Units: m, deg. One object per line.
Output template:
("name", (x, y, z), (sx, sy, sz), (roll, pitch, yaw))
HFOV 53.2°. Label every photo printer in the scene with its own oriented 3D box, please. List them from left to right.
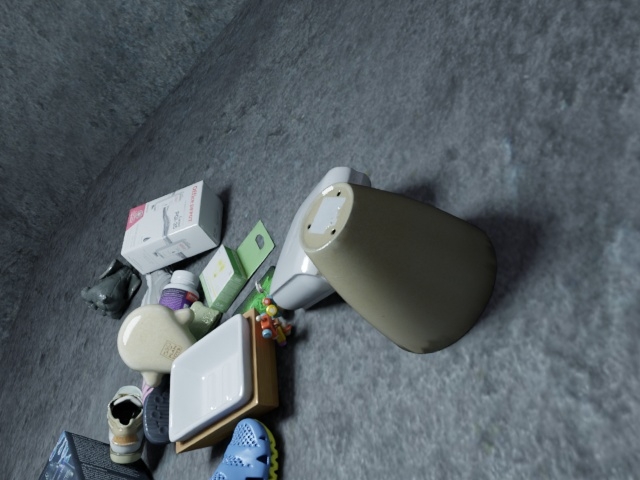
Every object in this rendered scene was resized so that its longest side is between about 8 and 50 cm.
("photo printer", (0.000, 0.000, 1.309), (0.307, 0.107, 0.255), (139, 152, -68))

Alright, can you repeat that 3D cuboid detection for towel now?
("towel", (-0.338, 0.236, 1.709), (0.110, 0.027, 0.148), (17, 64, 37))

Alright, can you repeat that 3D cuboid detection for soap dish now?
("soap dish", (-0.212, 0.315, 1.410), (0.291, 0.118, 0.228), (-38, 43, 32))

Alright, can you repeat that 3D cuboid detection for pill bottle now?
("pill bottle", (-0.408, 0.188, 1.823), (0.108, 0.108, 0.193), (-23, 46, 44))

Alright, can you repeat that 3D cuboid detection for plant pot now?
("plant pot", (0.106, 0.021, 1.075), (0.257, 0.274, 0.256), (-36, 37, 34))

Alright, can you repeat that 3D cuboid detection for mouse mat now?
("mouse mat", (-0.156, 0.166, 1.581), (0.189, 0.007, 0.152), (-51, 32, 12))

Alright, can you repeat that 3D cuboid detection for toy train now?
("toy train", (-0.100, 0.161, 1.407), (0.046, 0.125, 0.166), (-23, 39, 8))

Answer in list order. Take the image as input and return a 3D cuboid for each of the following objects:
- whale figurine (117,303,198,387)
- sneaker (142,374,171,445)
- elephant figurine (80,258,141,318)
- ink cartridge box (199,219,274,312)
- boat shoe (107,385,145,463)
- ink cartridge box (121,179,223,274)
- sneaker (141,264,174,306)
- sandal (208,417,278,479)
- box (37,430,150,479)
("whale figurine", (-0.373, 0.273, 1.618), (0.141, 0.272, 0.216), (83, -149, -80))
("sneaker", (-0.413, 0.412, 1.667), (0.318, 0.112, 0.131), (-99, 32, -50))
("elephant figurine", (-0.732, 0.146, 2.294), (0.186, 0.169, 0.239), (13, 55, 28))
("ink cartridge box", (-0.232, 0.059, 1.737), (0.235, 0.056, 0.171), (-54, 31, 12))
("boat shoe", (-0.501, 0.452, 1.678), (0.302, 0.113, 0.103), (-136, 48, -66))
("ink cartridge box", (-0.458, -0.043, 1.990), (0.283, 0.117, 0.207), (-20, 44, 16))
("sneaker", (-0.480, 0.137, 2.009), (0.115, 0.105, 0.281), (-22, 44, 14))
("sandal", (-0.177, 0.490, 1.212), (0.126, 0.138, 0.317), (-25, 43, 46))
("box", (-0.549, 0.672, 1.488), (0.396, 0.212, 0.293), (11, 74, 62))
